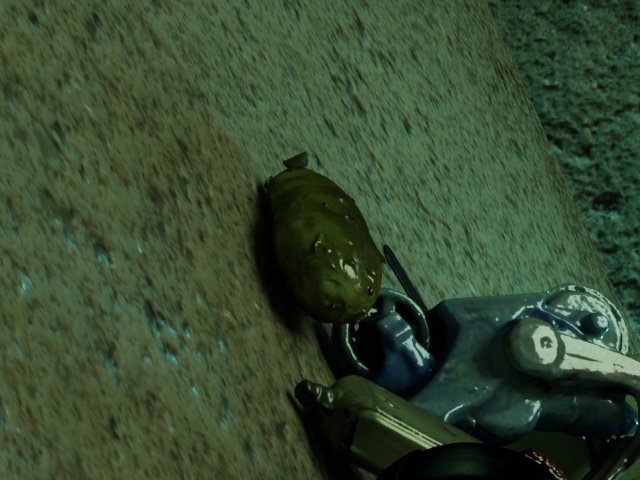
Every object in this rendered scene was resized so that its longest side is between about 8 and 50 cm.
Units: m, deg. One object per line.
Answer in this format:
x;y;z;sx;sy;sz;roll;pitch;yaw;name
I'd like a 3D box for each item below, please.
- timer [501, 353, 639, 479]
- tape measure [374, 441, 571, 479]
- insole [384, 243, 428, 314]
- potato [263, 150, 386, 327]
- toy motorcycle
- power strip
0.348;0.318;2.040;0.291;0.290;0.315;54;9;-33;timer
0.123;0.269;1.591;0.223;0.202;0.135;56;13;-10;tape measure
0.111;0.070;2.306;0.153;0.002;0.053;59;15;-19;insole
0.000;0.000;1.865;0.117;0.090;0.225;47;14;-30;potato
0.176;0.153;1.888;0.182;0.319;0.241;108;-28;-43;toy motorcycle
0.138;0.220;1.769;0.387;0.066;0.092;30;9;-18;power strip
